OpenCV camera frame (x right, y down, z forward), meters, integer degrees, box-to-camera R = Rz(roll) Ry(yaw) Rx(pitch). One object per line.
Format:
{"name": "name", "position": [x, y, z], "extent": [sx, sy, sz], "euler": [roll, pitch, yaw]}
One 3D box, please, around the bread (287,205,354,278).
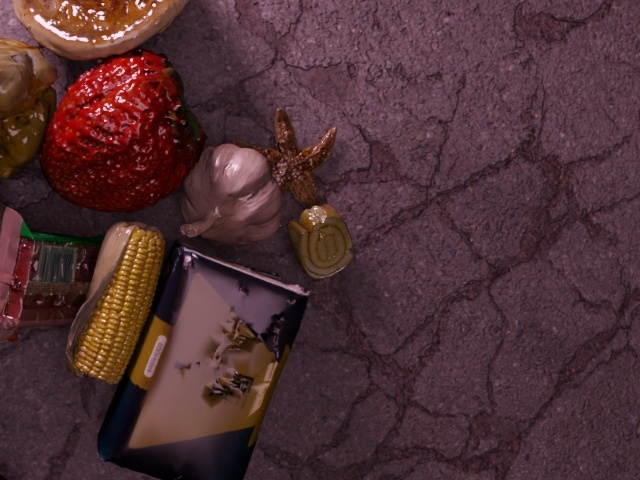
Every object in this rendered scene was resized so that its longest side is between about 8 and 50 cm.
{"name": "bread", "position": [0.000, 0.000, 1.744], "extent": [0.117, 0.064, 0.156], "euler": [-24, 125, -12]}

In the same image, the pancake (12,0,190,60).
{"name": "pancake", "position": [-0.386, -0.469, 1.533], "extent": [0.355, 0.065, 0.356], "euler": [2, 57, -3]}

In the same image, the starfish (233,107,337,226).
{"name": "starfish", "position": [-0.056, -0.149, 1.736], "extent": [0.277, 0.062, 0.236], "euler": [35, 84, -23]}

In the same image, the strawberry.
{"name": "strawberry", "position": [-0.357, -0.184, 1.519], "extent": [0.288, 0.239, 0.250], "euler": [-27, 65, -7]}

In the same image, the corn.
{"name": "corn", "position": [-0.365, 0.113, 1.551], "extent": [0.122, 0.123, 0.305], "euler": [19, 91, -15]}

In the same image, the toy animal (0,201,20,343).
{"name": "toy animal", "position": [-0.635, 0.026, 1.536], "extent": [0.226, 0.188, 0.358], "euler": [-38, 110, -9]}

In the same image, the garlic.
{"name": "garlic", "position": [-0.188, -0.056, 1.617], "extent": [0.219, 0.218, 0.212], "euler": [50, 40, -13]}

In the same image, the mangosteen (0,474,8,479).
{"name": "mangosteen", "position": [-0.638, 0.524, 1.543], "extent": [0.235, 0.261, 0.236], "euler": [-1, 94, -13]}

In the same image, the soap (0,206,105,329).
{"name": "soap", "position": [-0.467, 0.064, 1.543], "extent": [0.098, 0.273, 0.218], "euler": [15, 93, 23]}

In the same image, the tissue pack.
{"name": "tissue pack", "position": [-0.220, 0.230, 1.632], "extent": [0.264, 0.253, 0.417], "euler": [22, 88, -15]}

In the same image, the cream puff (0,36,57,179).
{"name": "cream puff", "position": [-0.611, -0.219, 1.461], "extent": [0.290, 0.324, 0.257], "euler": [10, 108, 9]}
